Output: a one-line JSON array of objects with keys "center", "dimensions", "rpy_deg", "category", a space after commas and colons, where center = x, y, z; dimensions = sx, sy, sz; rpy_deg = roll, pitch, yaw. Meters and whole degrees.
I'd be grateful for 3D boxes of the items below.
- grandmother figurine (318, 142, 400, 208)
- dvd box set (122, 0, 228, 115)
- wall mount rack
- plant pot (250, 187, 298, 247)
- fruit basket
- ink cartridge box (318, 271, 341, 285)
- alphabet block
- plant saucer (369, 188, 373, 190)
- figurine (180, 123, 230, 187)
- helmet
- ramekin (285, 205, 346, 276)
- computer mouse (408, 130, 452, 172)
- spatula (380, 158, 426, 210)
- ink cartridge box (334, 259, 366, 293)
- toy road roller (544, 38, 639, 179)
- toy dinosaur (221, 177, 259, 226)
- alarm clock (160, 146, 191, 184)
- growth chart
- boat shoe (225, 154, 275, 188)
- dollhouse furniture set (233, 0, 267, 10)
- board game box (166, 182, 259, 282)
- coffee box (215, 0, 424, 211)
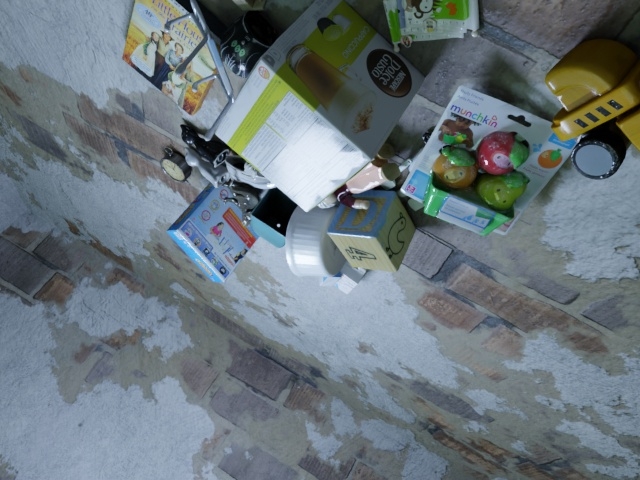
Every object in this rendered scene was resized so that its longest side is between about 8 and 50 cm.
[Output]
[{"center": [0.092, -0.190, 1.667], "dimensions": [0.104, 0.208, 0.342], "rpy_deg": [3, 160, -37], "category": "grandmother figurine"}, {"center": [-0.460, -0.610, 1.698], "dimensions": [0.307, 0.062, 0.420], "rpy_deg": [40, 149, -11], "category": "dvd box set"}, {"center": [-0.324, -0.459, 1.478], "dimensions": [0.350, 0.130, 0.304], "rpy_deg": [71, 174, -48], "category": "wall mount rack"}, {"center": [-0.168, -0.075, 2.077], "dimensions": [0.165, 0.166, 0.234], "rpy_deg": [33, 157, 1], "category": "plant pot"}, {"center": [0.416, -0.179, 1.358], "dimensions": [0.326, 0.166, 0.353], "rpy_deg": [22, 140, -4], "category": "fruit basket"}, {"center": [0.029, 0.081, 2.142], "dimensions": [0.060, 0.180, 0.104], "rpy_deg": [2, 155, -18], "category": "ink cartridge box"}, {"center": [0.170, -0.033, 1.763], "dimensions": [0.193, 0.193, 0.197], "rpy_deg": [8, 149, 39], "category": "alphabet block"}, {"center": [0.126, -0.203, 1.751], "dimensions": [0.119, 0.021, 0.119], "rpy_deg": [24, 149, 16], "category": "plant saucer"}, {"center": [-0.453, -0.328, 2.074], "dimensions": [0.209, 0.092, 0.215], "rpy_deg": [35, 151, 14], "category": "figurine"}, {"center": [-0.195, -0.528, 1.476], "dimensions": [0.169, 0.169, 0.161], "rpy_deg": [42, 136, -12], "category": "helmet"}, {"center": [0.000, 0.000, 1.920], "dimensions": [0.135, 0.277, 0.277], "rpy_deg": [6, 140, 25], "category": "ramekin"}, {"center": [0.305, -0.228, 1.530], "dimensions": [0.106, 0.042, 0.193], "rpy_deg": [33, 149, 0], "category": "computer mouse"}, {"center": [0.269, -0.166, 1.623], "dimensions": [0.168, 0.019, 0.242], "rpy_deg": [41, 165, -3], "category": "spatula"}, {"center": [0.115, 0.136, 2.165], "dimensions": [0.092, 0.090, 0.143], "rpy_deg": [34, 150, 0], "category": "ink cartridge box"}, {"center": [0.593, -0.293, 1.027], "dimensions": [0.241, 0.202, 0.329], "rpy_deg": [50, 149, -5], "category": "toy road roller"}, {"center": [-0.297, -0.176, 2.100], "dimensions": [0.160, 0.121, 0.314], "rpy_deg": [23, 154, 4], "category": "toy dinosaur"}, {"center": [-0.605, -0.320, 2.234], "dimensions": [0.129, 0.064, 0.192], "rpy_deg": [20, 149, 22], "category": "alarm clock"}, {"center": [0.246, -0.518, 1.206], "dimensions": [0.237, 0.021, 0.172], "rpy_deg": [6, 138, 37], "category": "growth chart"}, {"center": [-0.241, -0.261, 1.953], "dimensions": [0.267, 0.096, 0.088], "rpy_deg": [21, 152, 36], "category": "boat shoe"}, {"center": [-0.222, -0.688, 1.344], "dimensions": [0.128, 0.130, 0.183], "rpy_deg": [14, 173, 30], "category": "dollhouse furniture set"}, {"center": [-0.428, -0.038, 2.227], "dimensions": [0.086, 0.302, 0.308], "rpy_deg": [-2, 133, 45], "category": "board game box"}, {"center": [-0.003, -0.342, 1.373], "dimensions": [0.334, 0.338, 0.338], "rpy_deg": [40, 148, -10], "category": "coffee box"}]
